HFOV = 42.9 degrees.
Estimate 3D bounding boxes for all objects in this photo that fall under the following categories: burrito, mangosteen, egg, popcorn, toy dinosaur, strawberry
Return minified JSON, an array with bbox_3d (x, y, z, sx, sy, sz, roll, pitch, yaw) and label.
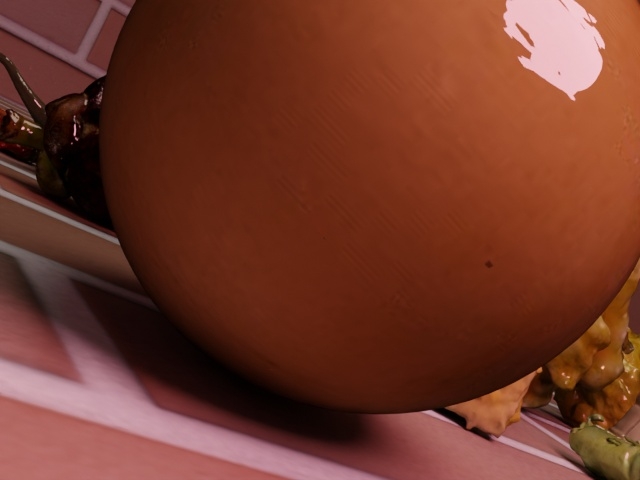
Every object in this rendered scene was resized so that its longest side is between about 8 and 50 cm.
[{"bbox_3d":[0.332,0.234,0.717,0.104,0.054,0.288,27,1,-25],"label":"burrito"},{"bbox_3d":[-0.206,-0.095,0.833,0.184,0.173,0.172,5,-10,29],"label":"mangosteen"},{"bbox_3d":[0.024,-0.055,0.485,0.301,0.301,0.374,27,-3,-13],"label":"egg"},{"bbox_3d":[0.258,0.065,1.105,0.321,0.290,0.326,3,-41,50],"label":"popcorn"},{"bbox_3d":[0.447,0.226,1.196,0.197,0.156,0.198,21,34,-15],"label":"popcorn"},{"bbox_3d":[-0.338,-0.126,1.022,0.178,0.087,0.187,29,-18,-8],"label":"toy dinosaur"},{"bbox_3d":[-0.412,-0.144,1.026,0.152,0.048,0.104,30,-2,0],"label":"strawberry"}]

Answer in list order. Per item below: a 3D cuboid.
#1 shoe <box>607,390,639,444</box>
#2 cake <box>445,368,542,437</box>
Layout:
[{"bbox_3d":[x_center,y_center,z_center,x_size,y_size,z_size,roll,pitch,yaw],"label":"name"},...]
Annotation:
[{"bbox_3d":[0.428,0.258,0.877,0.274,0.098,0.103,28,5,-9],"label":"shoe"},{"bbox_3d":[0.145,0.043,0.831,0.227,0.222,0.286,29,1,17],"label":"cake"}]
